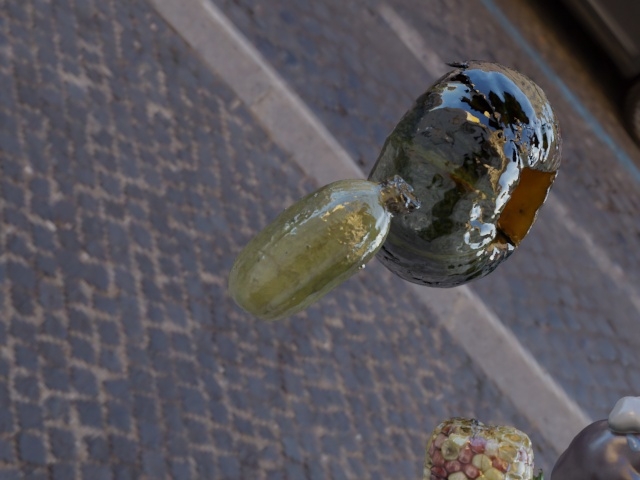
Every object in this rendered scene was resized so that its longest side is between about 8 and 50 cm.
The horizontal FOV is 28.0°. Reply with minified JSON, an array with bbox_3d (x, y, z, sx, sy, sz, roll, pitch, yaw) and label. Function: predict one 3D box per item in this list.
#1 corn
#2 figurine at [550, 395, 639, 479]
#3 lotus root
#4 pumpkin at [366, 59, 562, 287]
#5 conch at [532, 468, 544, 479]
[{"bbox_3d":[0.124,0.292,1.078,0.098,0.098,0.290,3,93,-50],"label":"corn"},{"bbox_3d":[0.508,0.460,2.078,0.206,0.218,0.365,49,20,-63],"label":"figurine"},{"bbox_3d":[-0.001,-0.001,1.103,0.077,0.183,0.090,55,-1,-14],"label":"lotus root"},{"bbox_3d":[0.191,-0.083,1.696,0.192,0.320,0.320,32,27,20],"label":"pumpkin"},{"bbox_3d":[0.304,0.440,1.904,0.095,0.079,0.201,0,59,-15],"label":"conch"}]
